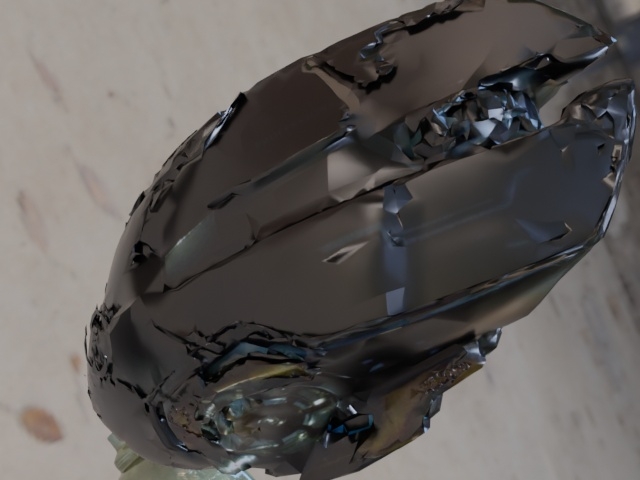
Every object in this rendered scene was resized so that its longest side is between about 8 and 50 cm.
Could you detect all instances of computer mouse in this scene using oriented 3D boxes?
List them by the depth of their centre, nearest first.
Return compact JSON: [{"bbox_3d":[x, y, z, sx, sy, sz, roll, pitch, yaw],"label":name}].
[{"bbox_3d":[0.000,0.000,0.574,0.077,0.242,0.146,20,42,-57],"label":"computer mouse"}]

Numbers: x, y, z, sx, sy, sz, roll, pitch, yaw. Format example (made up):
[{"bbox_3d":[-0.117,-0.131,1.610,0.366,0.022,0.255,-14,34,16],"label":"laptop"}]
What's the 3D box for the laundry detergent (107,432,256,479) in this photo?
[{"bbox_3d":[-0.087,0.253,1.361,0.091,0.181,0.253,-37,84,-33],"label":"laundry detergent"}]
